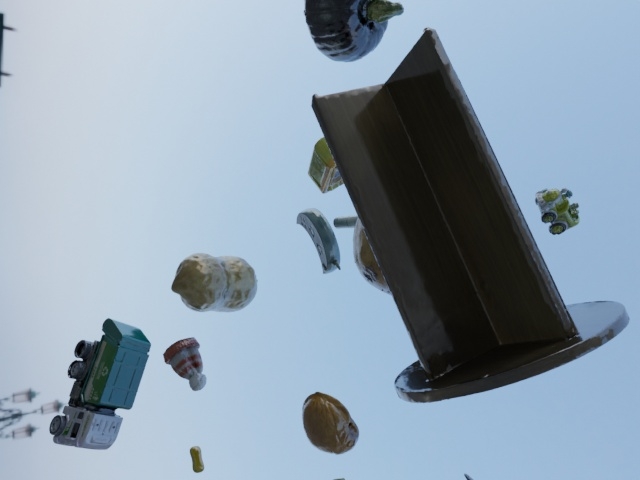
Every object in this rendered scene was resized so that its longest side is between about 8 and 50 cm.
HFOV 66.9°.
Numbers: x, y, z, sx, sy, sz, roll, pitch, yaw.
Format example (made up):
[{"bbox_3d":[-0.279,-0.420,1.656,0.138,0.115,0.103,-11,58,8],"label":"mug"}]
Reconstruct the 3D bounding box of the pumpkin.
[{"bbox_3d":[0.101,-0.683,1.443,0.296,0.296,0.295,2,-87,52],"label":"pumpkin"}]

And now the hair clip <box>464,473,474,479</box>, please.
[{"bbox_3d":[0.492,0.741,1.382,0.257,0.146,0.075,11,-109,34],"label":"hair clip"}]

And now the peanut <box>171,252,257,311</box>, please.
[{"bbox_3d":[-0.292,0.123,1.391,0.192,0.387,0.169,-12,-98,14],"label":"peanut"}]

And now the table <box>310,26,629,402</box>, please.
[{"bbox_3d":[0.091,-0.022,0.364,0.167,0.167,0.226,-30,-101,48],"label":"table"}]

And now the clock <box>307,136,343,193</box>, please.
[{"bbox_3d":[0.048,-0.228,1.369,0.096,0.143,0.202,55,-17,12],"label":"clock"}]

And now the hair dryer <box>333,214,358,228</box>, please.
[{"bbox_3d":[0.158,-0.072,1.577,0.155,0.183,0.044,1,-79,53],"label":"hair dryer"}]

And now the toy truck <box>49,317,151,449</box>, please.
[{"bbox_3d":[-0.440,0.290,0.987,0.124,0.114,0.253,-4,-116,32],"label":"toy truck"}]

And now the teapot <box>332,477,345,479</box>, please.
[{"bbox_3d":[0.045,0.415,0.661,0.165,0.131,0.119,53,-50,57],"label":"teapot"}]

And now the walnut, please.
[{"bbox_3d":[0.013,0.538,1.376,0.167,0.087,0.211,-13,-68,31],"label":"walnut"}]

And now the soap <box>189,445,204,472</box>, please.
[{"bbox_3d":[-0.360,0.636,1.410,0.089,0.034,0.012,-126,-142,-50],"label":"soap"}]

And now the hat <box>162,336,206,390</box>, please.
[{"bbox_3d":[-0.387,0.373,1.428,0.162,0.112,0.093,54,-14,23],"label":"hat"}]

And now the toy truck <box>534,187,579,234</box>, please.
[{"bbox_3d":[0.516,-0.071,1.051,0.077,0.111,0.076,-28,-144,30],"label":"toy truck"}]

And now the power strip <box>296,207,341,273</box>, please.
[{"bbox_3d":[0.000,0.000,1.563,0.253,0.054,0.167,61,-19,22],"label":"power strip"}]

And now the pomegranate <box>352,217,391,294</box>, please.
[{"bbox_3d":[0.207,0.002,1.036,0.281,0.281,0.280,2,-87,52],"label":"pomegranate"}]
